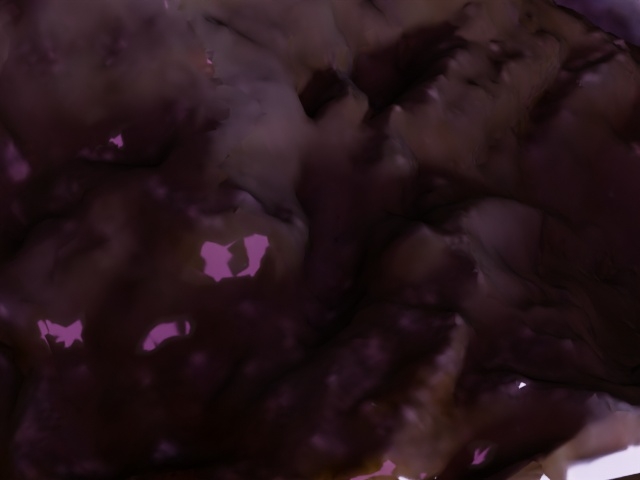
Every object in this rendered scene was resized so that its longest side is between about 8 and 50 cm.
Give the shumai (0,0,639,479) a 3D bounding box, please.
[{"bbox_3d":[-0.003,-0.002,0.550,0.346,0.217,0.283,-29,70,-38],"label":"shumai"}]
